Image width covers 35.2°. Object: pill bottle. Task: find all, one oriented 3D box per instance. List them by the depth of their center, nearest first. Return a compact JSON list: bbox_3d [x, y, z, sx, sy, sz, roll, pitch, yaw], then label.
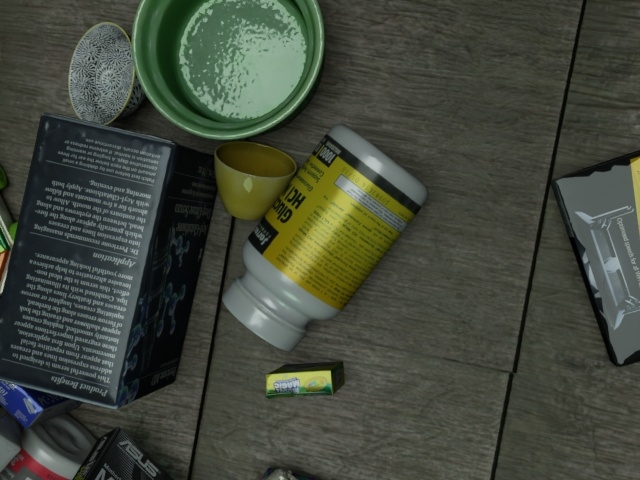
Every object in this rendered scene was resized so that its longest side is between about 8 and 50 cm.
[{"bbox_3d":[0.000,0.000,1.571,0.188,0.188,0.334,38,94,6],"label":"pill bottle"},{"bbox_3d":[-0.512,0.437,1.648,0.176,0.176,0.318,38,95,6],"label":"pill bottle"}]

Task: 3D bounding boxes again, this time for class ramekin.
[{"bbox_3d":[-0.134,-0.305,1.609,0.303,0.148,0.304,0,90,8],"label":"ramekin"}]

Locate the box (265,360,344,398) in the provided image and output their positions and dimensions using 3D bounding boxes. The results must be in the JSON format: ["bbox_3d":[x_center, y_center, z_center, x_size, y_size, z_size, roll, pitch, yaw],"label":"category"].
[{"bbox_3d":[-0.024,0.219,1.579,0.105,0.179,0.043,-4,90,7],"label":"box"}]

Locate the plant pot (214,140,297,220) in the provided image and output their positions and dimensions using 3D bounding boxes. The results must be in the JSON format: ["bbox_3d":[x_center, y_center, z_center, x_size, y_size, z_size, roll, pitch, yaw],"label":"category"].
[{"bbox_3d":[-0.112,-0.089,1.628,0.134,0.134,0.095,17,117,8],"label":"plant pot"}]

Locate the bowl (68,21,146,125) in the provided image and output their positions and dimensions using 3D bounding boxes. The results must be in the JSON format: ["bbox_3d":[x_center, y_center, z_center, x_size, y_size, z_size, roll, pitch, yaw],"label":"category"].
[{"bbox_3d":[-0.332,-0.266,1.659,0.170,0.080,0.170,-3,85,39],"label":"bowl"}]

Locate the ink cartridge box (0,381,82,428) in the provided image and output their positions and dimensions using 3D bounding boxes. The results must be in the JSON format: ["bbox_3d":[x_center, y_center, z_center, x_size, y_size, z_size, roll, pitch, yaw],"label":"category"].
[{"bbox_3d":[-0.450,0.239,1.624,0.097,0.207,0.046,42,95,6],"label":"ink cartridge box"}]

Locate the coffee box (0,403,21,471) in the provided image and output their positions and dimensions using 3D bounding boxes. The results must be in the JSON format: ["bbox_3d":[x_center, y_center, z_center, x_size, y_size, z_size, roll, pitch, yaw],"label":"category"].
[{"bbox_3d":[-0.570,0.249,1.576,0.168,0.297,0.119,41,94,-24],"label":"coffee box"}]

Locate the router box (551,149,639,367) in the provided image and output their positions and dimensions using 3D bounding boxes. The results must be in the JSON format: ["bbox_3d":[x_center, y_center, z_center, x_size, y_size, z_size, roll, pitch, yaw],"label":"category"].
[{"bbox_3d":[0.521,0.012,1.552,0.242,0.081,0.309,-18,88,8],"label":"router box"}]

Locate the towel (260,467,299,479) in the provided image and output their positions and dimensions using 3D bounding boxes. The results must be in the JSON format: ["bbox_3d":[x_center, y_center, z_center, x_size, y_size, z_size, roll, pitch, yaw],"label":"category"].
[{"bbox_3d":[-0.031,0.503,1.609,0.187,0.049,0.282,-40,96,23],"label":"towel"}]

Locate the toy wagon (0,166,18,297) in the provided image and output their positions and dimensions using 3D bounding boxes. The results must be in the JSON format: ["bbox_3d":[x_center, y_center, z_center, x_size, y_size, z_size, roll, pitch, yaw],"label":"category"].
[{"bbox_3d":[-0.656,-0.040,1.723,0.267,0.068,0.344,-27,87,7],"label":"toy wagon"}]

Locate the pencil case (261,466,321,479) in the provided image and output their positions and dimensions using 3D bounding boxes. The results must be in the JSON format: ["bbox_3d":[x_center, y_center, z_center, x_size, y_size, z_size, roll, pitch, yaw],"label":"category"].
[{"bbox_3d":[-0.024,0.419,1.637,0.151,0.064,0.070,14,78,8],"label":"pencil case"}]

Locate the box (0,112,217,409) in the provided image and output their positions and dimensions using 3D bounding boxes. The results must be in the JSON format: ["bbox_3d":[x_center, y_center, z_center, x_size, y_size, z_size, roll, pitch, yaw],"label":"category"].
[{"bbox_3d":[-0.322,0.029,1.563,0.211,0.293,0.396,13,92,8],"label":"box"}]

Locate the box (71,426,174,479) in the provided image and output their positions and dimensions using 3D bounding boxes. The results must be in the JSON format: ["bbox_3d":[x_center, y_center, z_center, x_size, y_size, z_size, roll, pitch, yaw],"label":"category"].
[{"bbox_3d":[-0.281,0.457,1.558,0.060,0.216,0.270,-32,107,31],"label":"box"}]
